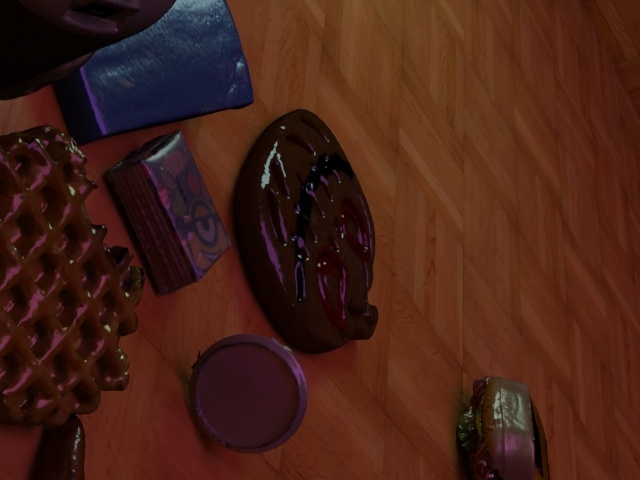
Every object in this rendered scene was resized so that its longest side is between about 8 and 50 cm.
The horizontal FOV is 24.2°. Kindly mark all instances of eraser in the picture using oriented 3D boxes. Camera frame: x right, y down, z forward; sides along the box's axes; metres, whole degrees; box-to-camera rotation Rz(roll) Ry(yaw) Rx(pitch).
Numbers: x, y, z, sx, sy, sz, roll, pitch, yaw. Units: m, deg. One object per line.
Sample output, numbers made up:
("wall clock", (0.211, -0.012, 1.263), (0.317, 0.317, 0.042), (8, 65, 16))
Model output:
("eraser", (-0.181, -0.196, 1.632), (0.312, 0.042, 0.144), (-21, 95, -58))

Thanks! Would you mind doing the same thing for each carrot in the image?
("carrot", (-0.225, 0.233, 1.283), (0.061, 0.061, 0.210), (48, 29, -44))

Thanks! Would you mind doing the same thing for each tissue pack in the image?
("tissue pack", (-0.159, -0.031, 1.596), (0.148, 0.060, 0.108), (67, 23, -14))

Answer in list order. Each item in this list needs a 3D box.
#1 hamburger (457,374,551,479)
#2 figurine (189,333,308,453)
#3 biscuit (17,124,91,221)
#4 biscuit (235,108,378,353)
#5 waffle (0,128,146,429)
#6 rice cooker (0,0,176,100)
("hamburger", (0.281, 0.307, 2.280), (0.210, 0.116, 0.173), (-86, 157, -48))
("figurine", (-0.066, 0.153, 1.626), (0.153, 0.132, 0.132), (-28, 100, -78))
("biscuit", (-0.242, -0.016, 1.415), (0.056, 0.052, 0.188), (-26, 100, -77))
("biscuit", (0.001, 0.000, 1.931), (0.314, 0.063, 0.367), (61, 25, -22))
("waffle", (-0.243, 0.032, 1.286), (0.291, 0.051, 0.291), (-3, 94, -55))
("rice cooker", (-0.270, -0.267, 1.242), (0.288, 0.277, 0.288), (22, 60, -45))
